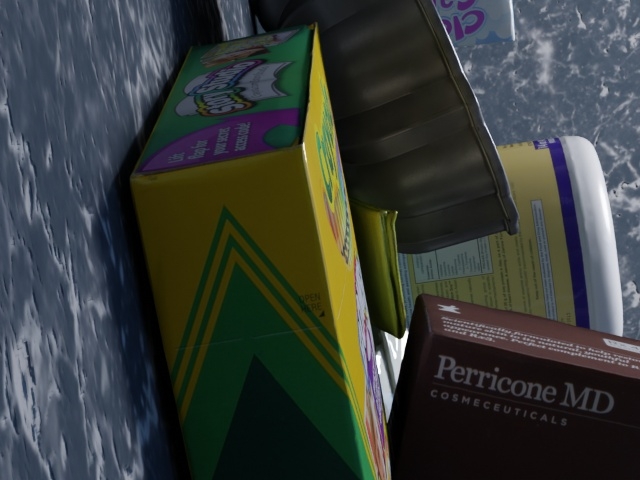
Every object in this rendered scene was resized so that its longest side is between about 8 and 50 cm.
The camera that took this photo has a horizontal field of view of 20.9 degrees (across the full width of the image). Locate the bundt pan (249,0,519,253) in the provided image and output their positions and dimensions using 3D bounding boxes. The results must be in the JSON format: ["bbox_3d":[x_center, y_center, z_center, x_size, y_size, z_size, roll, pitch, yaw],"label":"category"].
[{"bbox_3d":[0.038,-0.131,1.402,0.331,0.124,0.331,-24,90,-89],"label":"bundt pan"}]

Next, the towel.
[{"bbox_3d":[0.000,0.000,1.354,0.237,0.021,0.102,24,-51,59],"label":"towel"}]

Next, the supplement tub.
[{"bbox_3d":[0.139,0.027,1.844,0.241,0.331,0.241,-8,90,-86],"label":"supplement tub"}]

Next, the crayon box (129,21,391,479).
[{"bbox_3d":[-0.023,0.051,1.103,0.363,0.106,0.313,-88,170,-73],"label":"crayon box"}]

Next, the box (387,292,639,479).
[{"bbox_3d":[0.125,0.250,1.303,0.143,0.191,0.381,-92,-166,-81],"label":"box"}]

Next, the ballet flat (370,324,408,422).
[{"bbox_3d":[0.008,0.077,1.540,0.139,0.139,0.400,53,25,-81],"label":"ballet flat"}]

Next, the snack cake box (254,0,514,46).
[{"bbox_3d":[0.067,-0.242,1.836,0.152,0.264,0.089,-66,149,-82],"label":"snack cake box"}]
